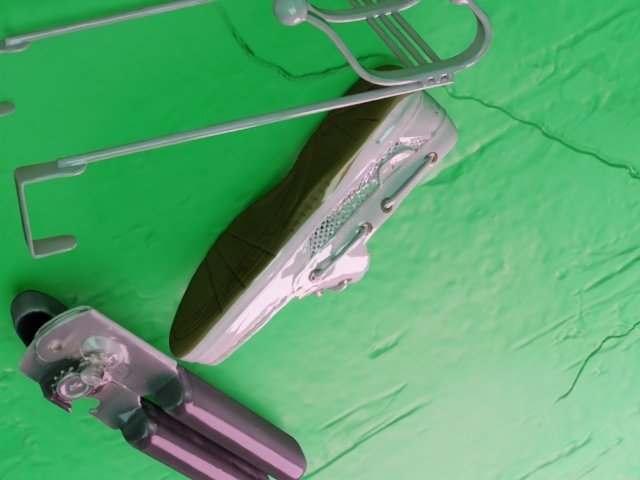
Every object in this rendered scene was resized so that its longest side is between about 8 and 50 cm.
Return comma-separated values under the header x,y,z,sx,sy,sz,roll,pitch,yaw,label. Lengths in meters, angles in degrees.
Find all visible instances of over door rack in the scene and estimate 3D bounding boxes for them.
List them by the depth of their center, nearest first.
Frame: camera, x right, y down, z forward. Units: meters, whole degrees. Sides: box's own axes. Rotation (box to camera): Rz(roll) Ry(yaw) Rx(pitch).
x,y,z,sx,sy,sz,roll,pitch,yaw,label
-0.080,-0.139,1.213,0.324,0.239,0.108,-24,122,-6,over door rack

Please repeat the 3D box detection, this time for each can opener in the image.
x,y,z,sx,sy,sz,roll,pitch,yaw,label
-0.125,0.117,1.428,0.076,0.095,0.283,-42,133,12,can opener

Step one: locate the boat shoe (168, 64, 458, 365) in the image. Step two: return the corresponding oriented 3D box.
x,y,z,sx,sy,sz,roll,pitch,yaw,label
0.000,0.000,1.388,0.096,0.098,0.277,38,98,-28,boat shoe
